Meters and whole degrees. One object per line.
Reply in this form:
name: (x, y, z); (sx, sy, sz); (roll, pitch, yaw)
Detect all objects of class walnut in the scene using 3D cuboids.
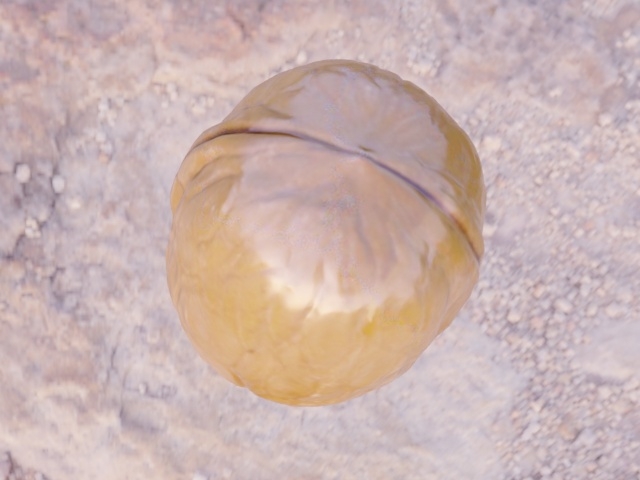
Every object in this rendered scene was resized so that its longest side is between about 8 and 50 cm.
walnut: (0.000, 0.000, 0.635); (0.165, 0.197, 0.165); (3, 76, -13)
